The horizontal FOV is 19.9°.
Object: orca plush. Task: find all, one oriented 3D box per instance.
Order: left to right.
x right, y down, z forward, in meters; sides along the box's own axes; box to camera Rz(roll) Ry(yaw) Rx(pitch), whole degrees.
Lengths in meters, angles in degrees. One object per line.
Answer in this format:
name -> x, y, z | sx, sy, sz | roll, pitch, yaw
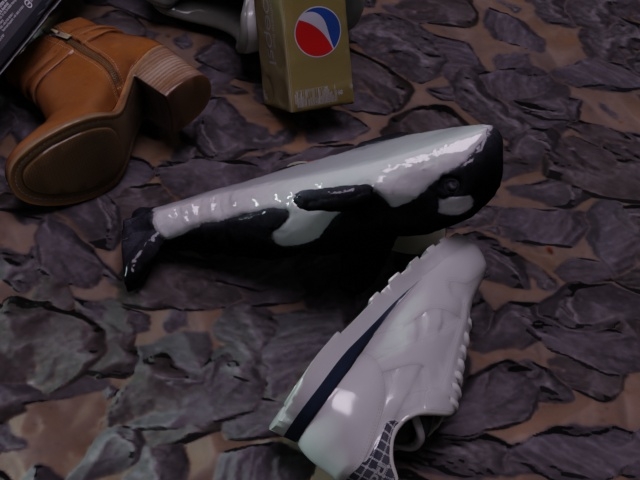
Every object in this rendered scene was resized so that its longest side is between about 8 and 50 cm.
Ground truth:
orca plush -> 0.000, 0.000, 1.312 | 0.287, 0.102, 0.151 | -17, 11, 2

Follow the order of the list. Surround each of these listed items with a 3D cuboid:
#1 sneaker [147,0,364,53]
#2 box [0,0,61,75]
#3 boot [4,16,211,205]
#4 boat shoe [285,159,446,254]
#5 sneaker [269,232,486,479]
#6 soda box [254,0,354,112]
sneaker -> -0.123, -0.274, 1.595 | 0.146, 0.122, 0.330 | -27, 53, -35
box -> -0.361, -0.243, 1.422 | 0.318, 0.097, 0.395 | 42, 39, -14
boot -> -0.202, -0.105, 1.434 | 0.152, 0.073, 0.197 | 29, 45, 34
boat shoe -> 0.035, -0.026, 1.392 | 0.137, 0.049, 0.043 | 21, 2, 16
sneaker -> 0.060, 0.084, 1.248 | 0.095, 0.090, 0.235 | 36, 48, 9
soda box -> -0.018, -0.198, 1.476 | 0.058, 0.181, 0.061 | -11, 15, -22
